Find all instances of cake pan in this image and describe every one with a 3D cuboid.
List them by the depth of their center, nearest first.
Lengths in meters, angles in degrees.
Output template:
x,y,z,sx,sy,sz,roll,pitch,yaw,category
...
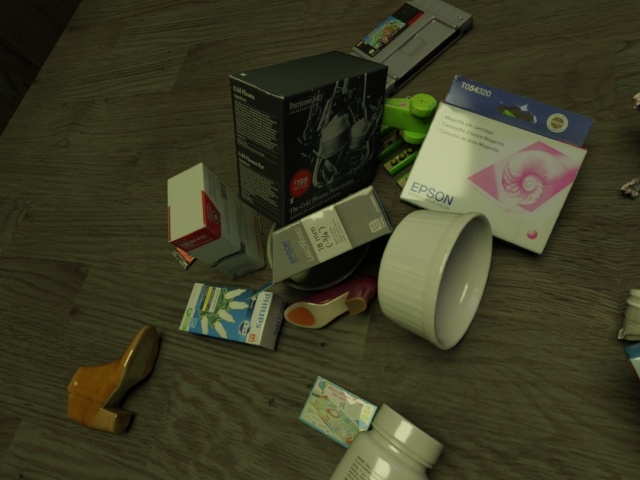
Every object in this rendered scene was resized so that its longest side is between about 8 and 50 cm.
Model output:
x,y,z,sx,sy,sz,roll,pitch,yaw,category
0.000,0.000,1.154,0.292,0.054,0.294,-10,62,19,cake pan

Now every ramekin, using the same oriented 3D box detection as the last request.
x,y,z,sx,sy,sz,roll,pitch,yaw,category
0.234,0.068,0.894,0.135,0.277,0.277,17,72,37,ramekin

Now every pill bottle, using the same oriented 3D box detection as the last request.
x,y,z,sx,sy,sz,roll,pitch,yaw,category
0.100,0.463,0.811,0.160,0.160,0.283,28,79,32,pill bottle

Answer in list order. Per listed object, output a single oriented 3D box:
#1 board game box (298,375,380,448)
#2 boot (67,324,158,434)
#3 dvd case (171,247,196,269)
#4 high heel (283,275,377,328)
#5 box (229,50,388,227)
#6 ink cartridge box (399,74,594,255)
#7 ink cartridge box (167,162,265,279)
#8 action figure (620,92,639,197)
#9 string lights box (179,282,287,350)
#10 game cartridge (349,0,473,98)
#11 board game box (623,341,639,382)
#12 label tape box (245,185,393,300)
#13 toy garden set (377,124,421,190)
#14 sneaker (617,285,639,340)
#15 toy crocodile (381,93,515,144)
x,y,z,sx,sy,sz,roll,pitch,yaw,category
0.040,0.379,0.960,0.154,0.026,0.104,19,74,30,board game box
-0.578,0.359,1.193,0.211,0.104,0.295,7,72,26,boot
-0.393,0.021,1.338,0.087,0.013,0.119,37,84,33,dvd case
0.024,0.144,1.078,0.244,0.082,0.117,-23,14,31,high heel
-0.023,-0.255,1.060,0.178,0.313,0.343,31,46,33,box
0.387,-0.179,0.968,0.323,0.071,0.330,23,92,13,ink cartridge box
-0.270,-0.041,1.163,0.114,0.273,0.197,-22,58,16,ink cartridge box
0.734,-0.187,0.816,0.275,0.248,0.371,-21,61,12,action figure
-0.226,0.194,1.133,0.259,0.077,0.134,2,68,28,string lights box
0.255,-0.607,1.351,0.355,0.068,0.230,-41,60,0,game cartridge
0.651,0.253,0.590,0.308,0.086,0.302,-26,78,28,board game box
-0.011,-0.004,0.979,0.333,0.240,0.106,-25,92,9,label tape box
0.245,-0.277,1.191,0.203,0.049,0.244,-34,56,4,toy garden set
0.675,0.185,0.761,0.281,0.105,0.115,27,108,30,sneaker
0.313,-0.310,1.104,0.340,0.115,0.105,10,54,11,toy crocodile
